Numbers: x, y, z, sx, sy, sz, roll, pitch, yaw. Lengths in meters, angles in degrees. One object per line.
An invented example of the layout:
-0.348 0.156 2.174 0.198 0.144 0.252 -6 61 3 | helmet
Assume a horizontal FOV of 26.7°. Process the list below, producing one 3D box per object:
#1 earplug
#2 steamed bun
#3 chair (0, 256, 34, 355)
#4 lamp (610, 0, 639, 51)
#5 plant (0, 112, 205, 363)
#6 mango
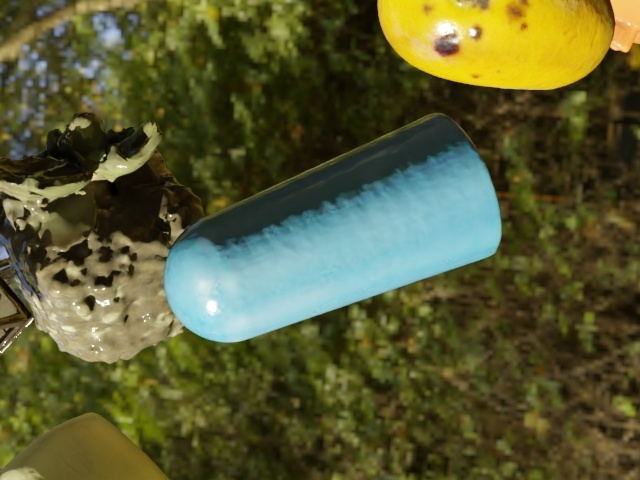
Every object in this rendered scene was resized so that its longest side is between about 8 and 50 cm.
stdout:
0.000 0.000 1.117 0.132 0.273 0.132 56 159 35 | earplug
-0.292 0.324 1.621 0.250 0.200 0.154 -37 -17 -44 | steamed bun
-0.425 0.088 1.758 0.106 0.113 0.229 -44 -10 21 | chair
0.248 -0.212 0.977 0.163 0.188 0.187 -65 -12 -1 | lamp
-0.254 -0.028 1.515 0.215 0.213 0.312 -32 -43 -19 | plant
0.110 -0.130 0.785 0.178 0.115 0.090 9 -90 -49 | mango
